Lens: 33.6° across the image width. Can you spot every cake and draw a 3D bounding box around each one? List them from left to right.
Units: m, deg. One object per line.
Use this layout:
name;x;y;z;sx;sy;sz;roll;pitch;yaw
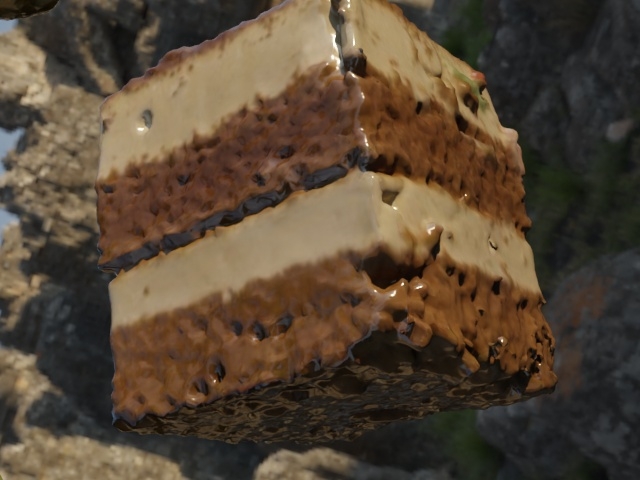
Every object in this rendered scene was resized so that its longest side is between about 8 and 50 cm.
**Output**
cake;0.000;0.000;0.816;0.255;0.282;0.290;21;-127;-53

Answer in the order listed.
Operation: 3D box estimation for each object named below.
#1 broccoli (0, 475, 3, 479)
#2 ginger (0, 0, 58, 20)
broccoli;-0.233;0.121;0.386;0.288;0.246;0.248;-37;-13;38
ginger;-0.266;-0.091;0.477;0.148;0.333;0.081;-34;77;60
